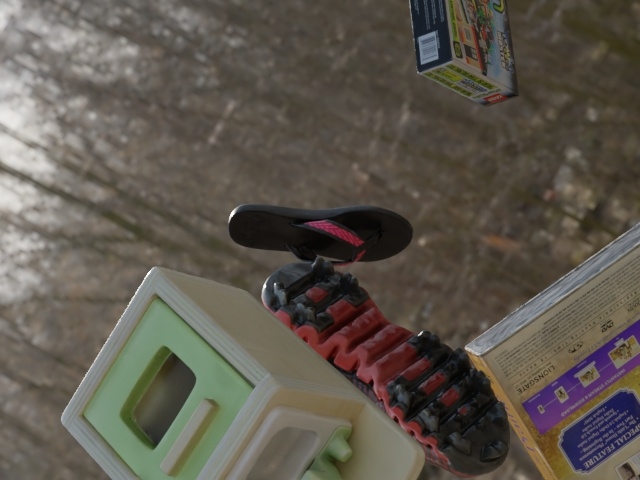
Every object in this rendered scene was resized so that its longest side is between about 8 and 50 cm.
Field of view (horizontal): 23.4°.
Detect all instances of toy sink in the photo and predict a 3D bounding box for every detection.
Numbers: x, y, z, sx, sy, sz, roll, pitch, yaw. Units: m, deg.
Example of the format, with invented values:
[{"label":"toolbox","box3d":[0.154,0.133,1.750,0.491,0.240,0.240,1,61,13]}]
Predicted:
[{"label":"toy sink","box3d":[-0.065,0.150,1.186,0.131,0.234,0.153,19,-72,-53]}]

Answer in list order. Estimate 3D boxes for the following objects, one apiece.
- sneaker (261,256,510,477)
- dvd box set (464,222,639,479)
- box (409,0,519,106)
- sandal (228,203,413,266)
[{"label":"sneaker","box3d":[0.054,0.134,1.373,0.097,0.276,0.135,-28,-39,-38]},{"label":"dvd box set","box3d":[0.393,0.207,1.726,0.307,0.420,0.062,-35,12,-9]},{"label":"box","box3d":[0.115,-0.228,1.319,0.114,0.036,0.207,16,-117,-52]},{"label":"sandal","box3d":[0.000,0.000,1.492,0.040,0.179,0.067,-91,6,-50]}]
